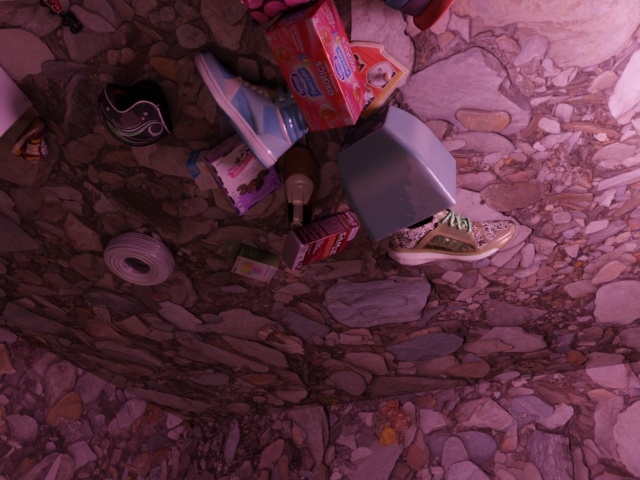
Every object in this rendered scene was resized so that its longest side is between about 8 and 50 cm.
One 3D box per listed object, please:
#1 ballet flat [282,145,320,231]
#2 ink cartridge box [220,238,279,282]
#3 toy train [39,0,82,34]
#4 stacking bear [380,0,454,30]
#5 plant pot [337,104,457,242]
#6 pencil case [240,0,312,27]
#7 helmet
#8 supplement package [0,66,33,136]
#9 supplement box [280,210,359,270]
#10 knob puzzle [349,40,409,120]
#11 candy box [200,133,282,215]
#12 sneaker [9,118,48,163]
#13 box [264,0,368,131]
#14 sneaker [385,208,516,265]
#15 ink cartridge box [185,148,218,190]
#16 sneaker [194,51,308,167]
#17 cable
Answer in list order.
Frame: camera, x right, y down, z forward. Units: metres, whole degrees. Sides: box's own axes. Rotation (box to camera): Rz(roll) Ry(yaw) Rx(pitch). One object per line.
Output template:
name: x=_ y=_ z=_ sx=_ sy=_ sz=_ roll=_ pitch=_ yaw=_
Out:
ballet flat: x=-0.066 y=-0.121 z=1.325 sx=0.116 sy=0.124 sz=0.342 roll=8 pitch=138 yaw=1
ink cartridge box: x=-0.271 y=0.080 z=1.621 sx=0.209 sy=0.062 sz=0.109 roll=20 pitch=137 yaw=-14
toy train: x=-0.624 y=-0.551 z=0.996 sx=0.036 sy=0.027 sz=0.158 roll=-26 pitch=129 yaw=29
stacking bear: x=0.127 y=-0.548 z=0.811 sx=0.289 sy=0.164 sz=0.175 roll=27 pitch=135 yaw=-14
plant pot: x=0.184 y=-0.198 z=1.134 sx=0.247 sy=0.247 sz=0.252 roll=-26 pitch=115 yaw=32
pencil case: x=-0.059 y=-0.520 z=0.880 sx=0.209 sy=0.095 sz=0.098 roll=-11 pitch=180 yaw=28
helmet: x=-0.486 y=-0.329 z=1.124 sx=0.161 sy=0.169 sz=0.169 roll=-12 pitch=137 yaw=-4
supplement package: x=-0.919 y=-0.346 z=1.086 sx=0.145 sy=0.262 sz=0.204 roll=-8 pitch=136 yaw=16
supplement box: x=0.000 y=0.000 z=1.391 sx=0.239 sy=0.073 sz=0.130 roll=-21 pitch=151 yaw=-32
knob puzzle: x=0.090 y=-0.401 z=1.064 sx=0.213 sy=0.030 sz=0.213 roll=4 pitch=138 yaw=4
candy box: x=-0.219 y=-0.198 z=1.233 sx=0.165 sy=0.070 sz=0.196 roll=-38 pitch=137 yaw=-15
sneaker: x=-0.847 y=-0.294 z=1.289 sx=0.185 sy=0.070 sz=0.084 roll=-19 pitch=141 yaw=34
box: x=-0.001 y=-0.394 z=0.989 sx=0.128 sy=0.123 sz=0.257 roll=-1 pitch=137 yaw=31
sneaker: x=0.399 y=-0.037 z=1.358 sx=0.410 sy=0.158 sz=0.182 roll=-10 pitch=118 yaw=11
ink cartridge box: x=-0.294 y=-0.219 z=1.293 sx=0.181 sy=0.062 sz=0.104 roll=-7 pitch=136 yaw=15
sneaker: x=-0.152 y=-0.367 z=1.087 sx=0.208 sy=0.127 sz=0.319 roll=-35 pitch=106 yaw=4
cable: x=-0.689 y=0.075 z=1.651 sx=0.257 sy=0.089 sz=0.257 roll=-12 pitch=135 yaw=20
